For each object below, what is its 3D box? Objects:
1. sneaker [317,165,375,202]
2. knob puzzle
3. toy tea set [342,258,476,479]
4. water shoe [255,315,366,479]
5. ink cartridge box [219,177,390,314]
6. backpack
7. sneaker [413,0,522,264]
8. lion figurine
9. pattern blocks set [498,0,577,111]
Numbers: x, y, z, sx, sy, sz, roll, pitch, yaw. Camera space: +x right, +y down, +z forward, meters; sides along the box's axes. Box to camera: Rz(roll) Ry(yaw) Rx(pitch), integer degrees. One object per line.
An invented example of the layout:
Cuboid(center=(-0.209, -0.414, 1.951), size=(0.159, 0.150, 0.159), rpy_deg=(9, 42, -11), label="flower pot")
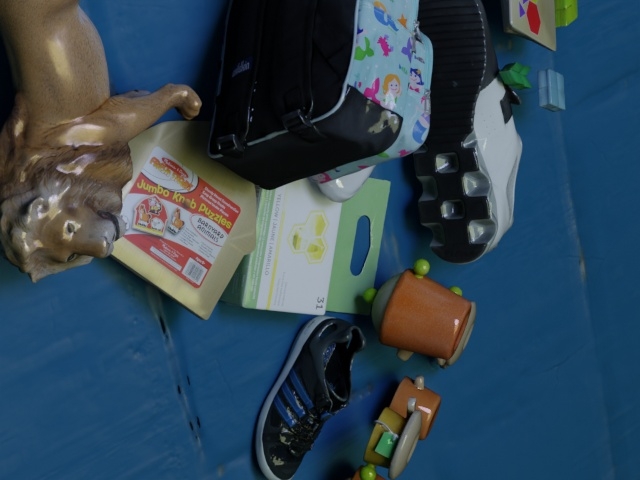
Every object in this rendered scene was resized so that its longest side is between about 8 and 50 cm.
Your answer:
Cuboid(center=(0.060, -0.135, 1.831), size=(0.080, 0.094, 0.212), rpy_deg=(44, 51, -20), label="sneaker")
Cuboid(center=(-0.148, -0.041, 1.731), size=(0.213, 0.030, 0.213), rpy_deg=(4, 83, -31), label="knob puzzle")
Cuboid(center=(0.075, 0.182, 1.940), size=(0.200, 0.124, 0.336), rpy_deg=(73, 40, -73), label="toy tea set")
Cuboid(center=(-0.012, 0.184, 1.868), size=(0.073, 0.080, 0.203), rpy_deg=(23, 83, -41), label="water shoe")
Cuboid(center=(0.000, 0.000, 1.865), size=(0.235, 0.056, 0.171), rpy_deg=(8, 92, -40), label="ink cartridge box")
Cuboid(center=(0.003, -0.192, 1.709), size=(0.191, 0.225, 0.253), rpy_deg=(22, 61, -42), label="backpack")
Cuboid(center=(0.176, -0.149, 1.967), size=(0.146, 0.122, 0.331), rpy_deg=(-23, 113, -56), label="sneaker")
Cuboid(center=(-0.246, -0.173, 1.557), size=(0.240, 0.142, 0.392), rpy_deg=(-28, 114, -37), label="lion figurine")
Cuboid(center=(0.245, -0.328, 1.972), size=(0.285, 0.026, 0.325), rpy_deg=(28, 60, -55), label="pattern blocks set")
